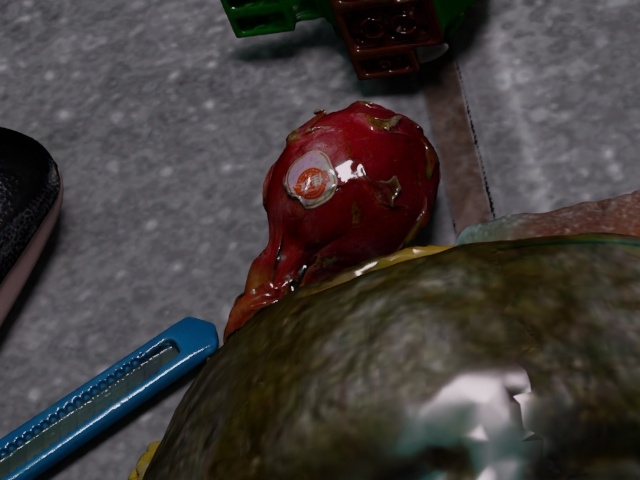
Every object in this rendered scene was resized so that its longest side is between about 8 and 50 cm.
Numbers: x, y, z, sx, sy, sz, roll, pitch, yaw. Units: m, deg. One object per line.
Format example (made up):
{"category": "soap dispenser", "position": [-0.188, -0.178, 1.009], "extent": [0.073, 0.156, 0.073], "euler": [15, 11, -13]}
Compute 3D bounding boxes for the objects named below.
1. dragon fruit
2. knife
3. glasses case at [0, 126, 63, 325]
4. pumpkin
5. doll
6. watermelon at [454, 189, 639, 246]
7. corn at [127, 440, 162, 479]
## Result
{"category": "dragon fruit", "position": [0.000, 0.000, 0.998], "extent": [0.094, 0.094, 0.190], "euler": [24, 66, 27]}
{"category": "knife", "position": [-0.180, 0.125, 0.978], "extent": [0.296, 0.026, 0.044], "euler": [-35, 42, -14]}
{"category": "glasses case", "position": [-0.251, 0.055, 1.012], "extent": [0.122, 0.075, 0.314], "euler": [11, 54, 25]}
{"category": "pumpkin", "position": [0.045, 0.157, 0.694], "extent": [0.303, 0.256, 0.225], "euler": [-31, 47, 30]}
{"category": "doll", "position": [0.046, -0.183, 1.115], "extent": [0.134, 0.106, 0.186], "euler": [18, 58, 36]}
{"category": "watermelon", "position": [0.176, 0.042, 0.829], "extent": [0.257, 0.140, 0.193], "euler": [-12, 39, 49]}
{"category": "corn", "position": [-0.061, 0.213, 0.851], "extent": [0.087, 0.086, 0.288], "euler": [-3, 53, 10]}
